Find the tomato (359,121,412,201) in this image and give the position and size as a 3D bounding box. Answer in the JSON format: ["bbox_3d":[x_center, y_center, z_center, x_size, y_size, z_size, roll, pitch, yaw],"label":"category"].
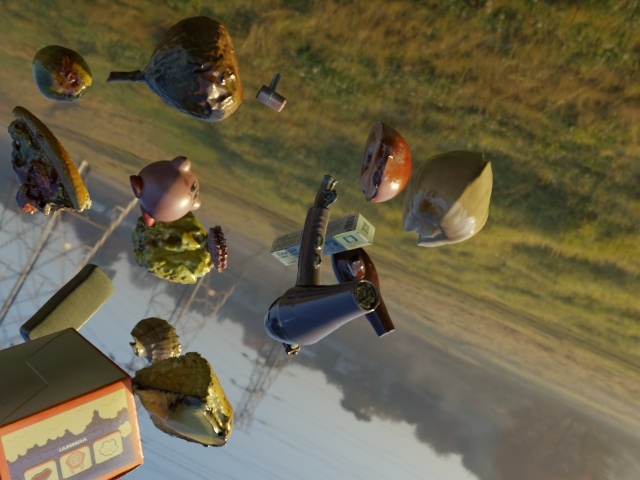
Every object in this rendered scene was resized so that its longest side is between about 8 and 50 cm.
[{"bbox_3d":[0.173,-0.195,1.832,0.112,0.199,0.228,7,-156,-10],"label":"tomato"}]

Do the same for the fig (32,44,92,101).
[{"bbox_3d":[-0.655,-0.421,1.842,0.153,0.136,0.121,54,162,-1],"label":"fig"}]

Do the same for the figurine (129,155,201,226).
[{"bbox_3d":[-0.408,-0.133,1.951,0.173,0.173,0.173,27,175,3],"label":"figurine"}]

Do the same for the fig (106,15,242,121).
[{"bbox_3d":[-0.396,-0.445,1.983,0.369,0.286,0.286,-8,168,9],"label":"fig"}]

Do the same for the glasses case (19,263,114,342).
[{"bbox_3d":[-0.799,0.220,2.319,0.074,0.323,0.131,10,137,38],"label":"glasses case"}]

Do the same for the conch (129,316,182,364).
[{"bbox_3d":[-0.489,0.300,2.155,0.207,0.130,0.155,19,-141,-49],"label":"conch"}]

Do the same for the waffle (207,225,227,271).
[{"bbox_3d":[-0.187,0.014,1.327,0.029,0.083,0.075,-9,-136,-15],"label":"waffle"}]

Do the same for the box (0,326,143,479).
[{"bbox_3d":[-0.638,0.413,1.694,0.319,0.256,0.349,-20,-153,-37],"label":"box"}]

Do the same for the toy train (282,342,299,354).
[{"bbox_3d":[-0.091,0.279,2.089,0.064,0.044,0.103,91,155,-46],"label":"toy train"}]

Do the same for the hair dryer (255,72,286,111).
[{"bbox_3d":[-0.104,-0.352,1.687,0.063,0.114,0.037,29,138,-16],"label":"hair dryer"}]

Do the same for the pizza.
[{"bbox_3d":[-0.451,-0.090,1.170,0.201,0.053,0.193,47,134,12],"label":"pizza"}]

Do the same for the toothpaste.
[{"bbox_3d":[0.000,0.000,2.124,0.337,0.067,0.081,-15,136,41],"label":"toothpaste"}]

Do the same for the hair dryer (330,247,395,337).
[{"bbox_3d":[0.123,0.124,2.102,0.312,0.123,0.340,63,178,11],"label":"hair dryer"}]

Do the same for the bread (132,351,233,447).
[{"bbox_3d":[-0.304,0.381,1.726,0.262,0.162,0.204,9,127,36],"label":"bread"}]

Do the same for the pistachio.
[{"bbox_3d":[0.423,-0.142,2.424,0.281,0.365,0.445,43,-163,1],"label":"pistachio"}]

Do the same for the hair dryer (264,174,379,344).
[{"bbox_3d":[0.005,0.023,1.462,0.121,0.361,0.301,18,154,-31],"label":"hair dryer"}]

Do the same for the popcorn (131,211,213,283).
[{"bbox_3d":[-0.452,0.007,2.186,0.286,0.225,0.174,53,160,-12],"label":"popcorn"}]
